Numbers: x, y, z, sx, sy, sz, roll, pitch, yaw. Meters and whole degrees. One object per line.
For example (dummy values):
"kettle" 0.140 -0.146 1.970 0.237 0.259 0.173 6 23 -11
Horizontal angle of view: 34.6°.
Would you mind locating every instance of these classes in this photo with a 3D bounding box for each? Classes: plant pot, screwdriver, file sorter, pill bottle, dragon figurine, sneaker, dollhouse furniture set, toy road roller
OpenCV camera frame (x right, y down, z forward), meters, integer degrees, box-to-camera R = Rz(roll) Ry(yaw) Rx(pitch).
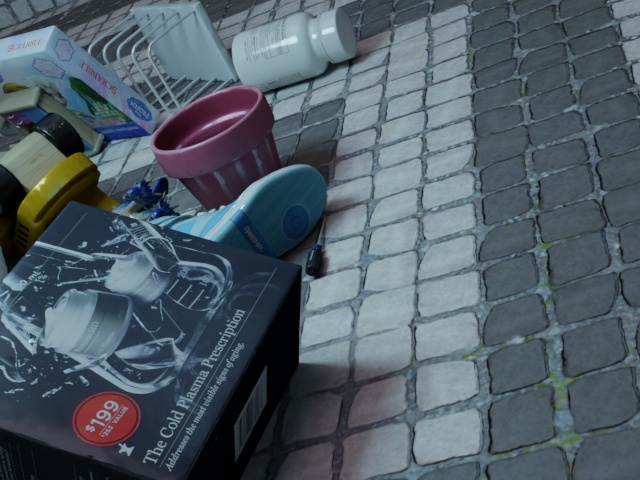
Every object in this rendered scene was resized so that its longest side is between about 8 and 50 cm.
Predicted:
"plant pot" -0.148 -0.128 1.684 0.201 0.180 0.201 -21 30 13
"screwdriver" 0.000 0.000 1.521 0.025 0.024 0.170 -45 15 32
"file sorter" -0.353 -0.396 2.278 0.278 0.192 0.173 12 50 49
"pill bottle" -0.051 -0.387 2.070 0.229 0.131 0.131 -13 32 24
"dragon figurine" -0.281 -0.050 1.733 0.144 0.085 0.289 -27 -1 13
"sneaker" -0.155 -0.022 1.579 0.319 0.127 0.208 -40 33 -23
"dollhouse furniture set" -0.652 -0.133 2.188 0.286 0.198 0.303 -5 59 35
"toy road roller" -0.487 -0.044 1.867 0.202 0.240 0.329 -47 -3 -30

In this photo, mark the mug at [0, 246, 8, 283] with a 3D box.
"mug" -0.659 0.014 1.696 0.276 0.374 0.328 -21 74 2

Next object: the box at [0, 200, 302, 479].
"box" -0.224 0.155 1.172 0.313 0.179 0.343 14 43 13

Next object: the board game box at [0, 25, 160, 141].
"board game box" -0.565 -0.317 2.199 0.319 0.318 0.065 -3 61 38
